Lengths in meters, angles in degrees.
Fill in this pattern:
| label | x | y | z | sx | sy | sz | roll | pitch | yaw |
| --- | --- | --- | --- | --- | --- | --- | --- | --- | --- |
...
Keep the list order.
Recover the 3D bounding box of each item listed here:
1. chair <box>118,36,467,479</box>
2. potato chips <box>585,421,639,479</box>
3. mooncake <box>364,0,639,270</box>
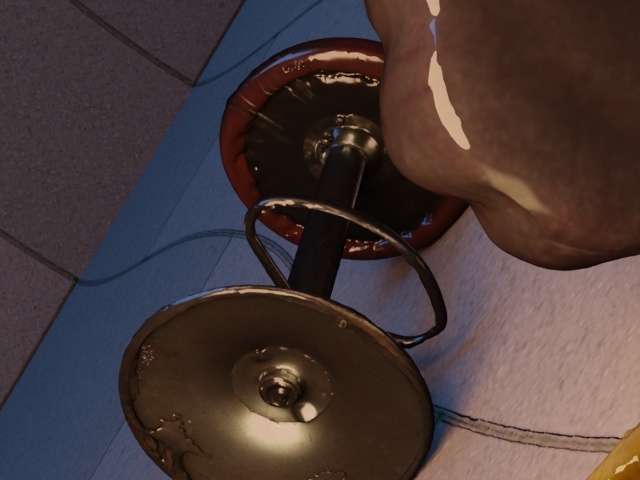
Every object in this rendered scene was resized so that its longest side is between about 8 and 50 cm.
| label | x | y | z | sx | sy | sz | roll | pitch | yaw |
| --- | --- | --- | --- | --- | --- | --- | --- | --- | --- |
| chair | 0.000 | 0.000 | 1.446 | 0.226 | 0.226 | 0.401 | -49 | 16 | 35 |
| potato chips | 0.223 | 0.068 | 0.841 | 0.407 | 0.057 | 0.080 | -42 | 18 | 50 |
| mooncake | 0.160 | -0.136 | 1.042 | 0.306 | 0.306 | 0.154 | -62 | 9 | -14 |
